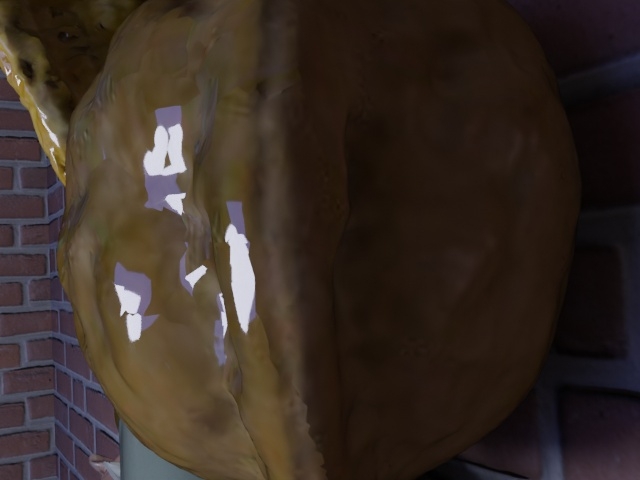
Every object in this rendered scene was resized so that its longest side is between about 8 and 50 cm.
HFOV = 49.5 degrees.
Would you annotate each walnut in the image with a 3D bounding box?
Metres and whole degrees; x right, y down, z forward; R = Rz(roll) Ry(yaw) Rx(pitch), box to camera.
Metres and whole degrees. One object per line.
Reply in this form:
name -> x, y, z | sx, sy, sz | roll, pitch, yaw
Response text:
walnut -> -0.007, -0.012, 0.498 | 0.383, 0.383, 0.384 | 4, 94, 60

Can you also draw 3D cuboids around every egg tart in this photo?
egg tart -> -0.158, -0.158, 0.773 | 0.178, 0.443, 0.443 | -35, 54, 13

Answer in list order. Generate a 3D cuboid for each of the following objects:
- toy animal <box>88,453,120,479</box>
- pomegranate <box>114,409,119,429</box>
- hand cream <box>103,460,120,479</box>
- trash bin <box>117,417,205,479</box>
toy animal -> -0.321, 0.454, 1.242 | 0.250, 0.153, 0.167 | -26, 77, 60
pomegranate -> -0.211, 0.257, 1.050 | 0.180, 0.179, 0.210 | 46, 159, 49
hand cream -> -0.213, 0.363, 1.040 | 0.275, 0.059, 0.095 | -11, 117, 31
trash bin -> -0.034, 0.292, 0.594 | 0.432, 0.280, 0.281 | -121, 41, -54
